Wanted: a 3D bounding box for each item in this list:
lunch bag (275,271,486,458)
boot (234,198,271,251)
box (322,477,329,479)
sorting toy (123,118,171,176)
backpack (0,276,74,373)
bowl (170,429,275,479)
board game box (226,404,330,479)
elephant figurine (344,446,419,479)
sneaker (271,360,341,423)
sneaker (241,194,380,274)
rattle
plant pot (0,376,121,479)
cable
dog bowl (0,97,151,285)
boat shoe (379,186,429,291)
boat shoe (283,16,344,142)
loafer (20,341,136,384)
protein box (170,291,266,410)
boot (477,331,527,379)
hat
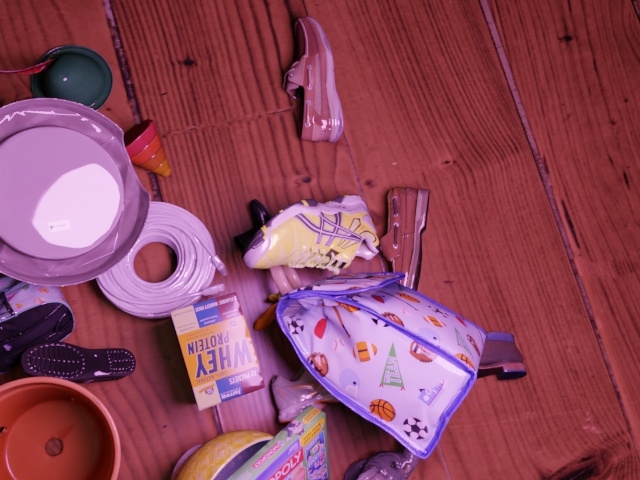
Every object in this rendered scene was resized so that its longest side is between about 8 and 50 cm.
[{"bbox_3d":[0.125,0.195,1.225,0.386,0.328,0.238,30,102,16],"label":"lunch bag"},{"bbox_3d":[-0.156,-0.024,1.392,0.099,0.045,0.121,-35,94,-21],"label":"boot"},{"bbox_3d":[-0.006,0.600,1.151,0.167,0.203,0.168,25,102,31],"label":"box"},{"bbox_3d":[-0.464,-0.102,1.326,0.365,0.127,0.126,-50,122,-14],"label":"sorting toy"},{"bbox_3d":[-0.598,0.155,1.191,0.188,0.165,0.144,-22,53,-22],"label":"backpack"},{"bbox_3d":[-0.207,0.497,1.200,0.156,0.289,0.289,18,70,36],"label":"bowl"},{"bbox_3d":[-0.099,0.499,1.172,0.317,0.046,0.213,-32,130,-42],"label":"board game box"},{"bbox_3d":[0.125,0.536,1.297,0.186,0.169,0.239,8,70,-45],"label":"elephant figurine"},{"bbox_3d":[0.014,0.310,1.341,0.263,0.099,0.121,-18,76,-19],"label":"sneaker"},{"bbox_3d":[0.000,0.000,1.295,0.385,0.145,0.147,-19,68,-44],"label":"sneaker"},{"bbox_3d":[-0.124,0.080,1.362,0.199,0.143,0.130,57,28,-5],"label":"rattle"},{"bbox_3d":[-0.522,0.405,1.137,0.291,0.203,0.290,2,78,-12],"label":"plant pot"},{"bbox_3d":[-0.359,0.043,1.310,0.257,0.089,0.257,-24,84,-16],"label":"cable"},{"bbox_3d":[-0.513,-0.089,1.151,0.349,0.102,0.348,-1,93,-31],"label":"dog bowl"},{"bbox_3d":[0.193,0.020,1.443,0.105,0.110,0.307,7,75,13],"label":"boat shoe"},{"bbox_3d":[-0.030,-0.394,1.461,0.117,0.123,0.324,-9,79,-13],"label":"boat shoe"},{"bbox_3d":[-0.491,0.261,1.209,0.220,0.078,0.080,13,49,-33],"label":"loafer"},{"bbox_3d":[-0.218,0.230,1.244,0.136,0.201,0.199,-16,83,-16],"label":"protein box"},{"bbox_3d":[0.384,0.277,1.455,0.219,0.082,0.106,5,56,-8],"label":"boot"},{"bbox_3d":[-0.558,-0.374,1.298,0.173,0.183,0.208,27,74,-7],"label":"hat"}]
